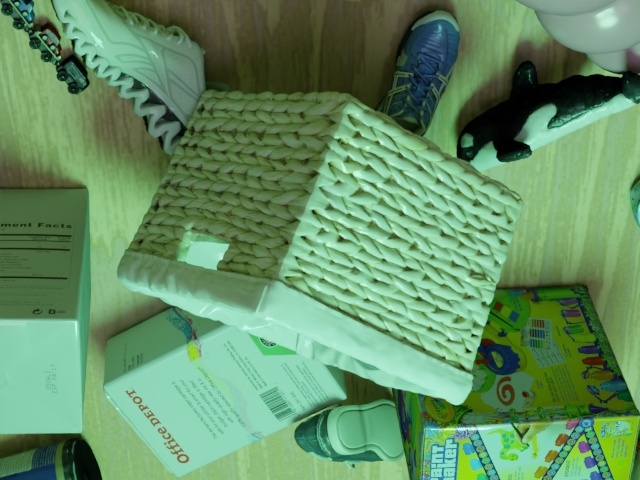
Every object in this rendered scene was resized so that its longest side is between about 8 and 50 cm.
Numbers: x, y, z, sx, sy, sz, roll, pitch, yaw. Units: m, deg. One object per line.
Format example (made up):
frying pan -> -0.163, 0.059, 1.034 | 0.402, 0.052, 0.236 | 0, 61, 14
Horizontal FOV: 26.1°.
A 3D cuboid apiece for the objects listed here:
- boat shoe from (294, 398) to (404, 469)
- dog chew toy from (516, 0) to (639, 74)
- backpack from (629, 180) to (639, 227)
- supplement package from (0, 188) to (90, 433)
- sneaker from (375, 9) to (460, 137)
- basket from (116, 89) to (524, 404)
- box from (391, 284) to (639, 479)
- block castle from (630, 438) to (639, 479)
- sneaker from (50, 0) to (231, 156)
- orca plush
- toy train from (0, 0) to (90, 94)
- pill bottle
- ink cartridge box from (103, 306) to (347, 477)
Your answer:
boat shoe -> 0.049, 0.279, 1.974 | 0.079, 0.254, 0.095 | -11, 82, 26
dog chew toy -> 0.323, -0.314, 1.600 | 0.206, 0.206, 0.332 | -33, 136, 15
backpack -> 0.479, -0.046, 1.854 | 0.114, 0.084, 0.105 | -20, 121, 10
supplement package -> -0.379, 0.082, 1.723 | 0.175, 0.293, 0.177 | 0, 123, -7
sneaker -> 0.124, -0.186, 1.727 | 0.080, 0.081, 0.211 | 13, 120, -12
basket -> 0.000, 0.000, 1.622 | 0.331, 0.328, 0.266 | 25, 81, -36
box -> 0.252, 0.216, 1.879 | 0.279, 0.290, 0.177 | -2, 124, -4
block castle -> 0.565, 0.482, 2.076 | 0.453, 0.213, 0.303 | 8, 100, -11
sneaker -> -0.214, -0.227, 1.661 | 0.118, 0.110, 0.292 | -36, 128, 8
orca plush -> 0.272, -0.173, 1.711 | 0.287, 0.151, 0.102 | -18, 103, 53
toy train -> -0.333, -0.243, 1.675 | 0.036, 0.027, 0.158 | -32, 121, 10
pill bottle -> -0.436, 0.372, 2.010 | 0.219, 0.123, 0.123 | -17, 123, 7
ink cartridge box -> -0.133, 0.178, 1.917 | 0.278, 0.117, 0.201 | -26, 122, 11
